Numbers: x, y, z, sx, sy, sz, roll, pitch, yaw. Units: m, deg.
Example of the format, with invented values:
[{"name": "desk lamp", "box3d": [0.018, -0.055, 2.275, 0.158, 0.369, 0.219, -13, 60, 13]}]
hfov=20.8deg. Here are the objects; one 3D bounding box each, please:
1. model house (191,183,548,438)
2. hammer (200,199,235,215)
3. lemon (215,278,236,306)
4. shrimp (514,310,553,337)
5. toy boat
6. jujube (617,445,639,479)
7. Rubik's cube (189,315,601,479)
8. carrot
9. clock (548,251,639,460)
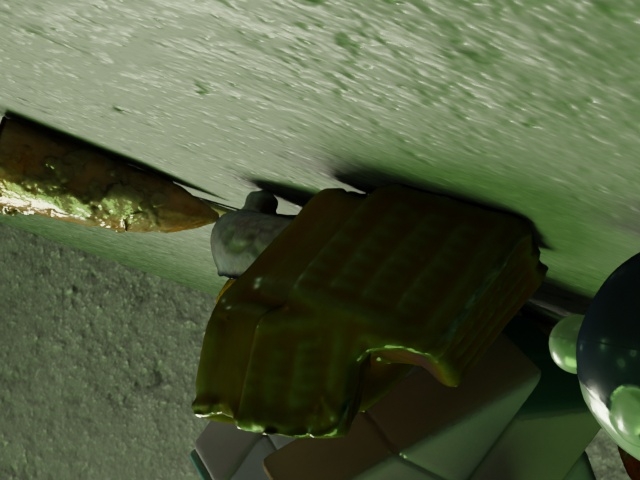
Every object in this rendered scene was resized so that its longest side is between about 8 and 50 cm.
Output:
[{"name": "model house", "box3d": [0.051, 0.066, 1.332, 0.173, 0.268, 0.239, 44, 164, -20]}, {"name": "hammer", "box3d": [-0.090, -0.027, 1.914, 0.199, 0.013, 0.062, 16, 174, 33]}, {"name": "lemon", "box3d": [-0.027, 0.108, 2.054, 0.204, 0.204, 0.260, 19, 179, 12]}, {"name": "shrimp", "box3d": [0.180, 0.109, 1.958, 0.445, 0.085, 0.272, 27, 177, -30]}, {"name": "toy boat", "box3d": [0.000, 0.000, 1.611, 0.227, 0.085, 0.155, 6, -177, 36]}, {"name": "jujube", "box3d": [0.362, 0.181, 1.534, 0.174, 0.174, 0.250, 23, 180, -30]}, {"name": "Rubik's cube", "box3d": [0.092, 0.225, 1.685, 0.387, 0.368, 0.358, 29, -168, -33]}, {"name": "carrot", "box3d": [-0.233, -0.056, 1.842, 0.263, 0.102, 0.102, 16, 176, -15]}, {"name": "clock", "box3d": [0.243, 0.078, 1.107, 0.199, 0.146, 0.243, 13, 177, 14]}]
